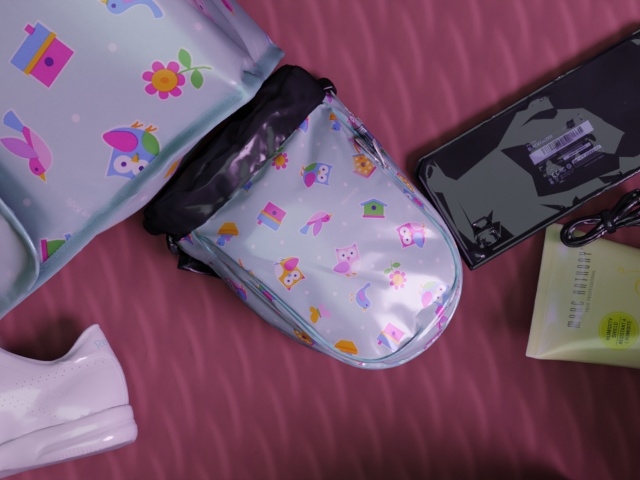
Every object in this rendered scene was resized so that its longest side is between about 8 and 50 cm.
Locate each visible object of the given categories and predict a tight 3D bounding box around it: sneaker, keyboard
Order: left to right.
[{"bbox_3d":[-0.227,0.108,1.232,0.212,0.080,0.094,-14,83,-5],"label":"sneaker"},{"bbox_3d":[0.160,-0.046,1.232,0.180,0.023,0.108,-31,82,3],"label":"keyboard"}]

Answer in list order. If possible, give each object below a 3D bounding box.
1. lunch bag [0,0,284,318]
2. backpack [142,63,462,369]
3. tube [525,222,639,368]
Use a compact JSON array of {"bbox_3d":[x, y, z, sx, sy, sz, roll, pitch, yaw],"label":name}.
[{"bbox_3d":[-0.192,-0.095,1.169,0.262,0.160,0.223,-40,98,15],"label":"lunch bag"},{"bbox_3d":[0.000,0.000,1.194,0.182,0.115,0.152,44,91,-6],"label":"backpack"},{"bbox_3d":[0.252,0.055,1.223,0.240,0.070,0.062,12,116,2],"label":"tube"}]
